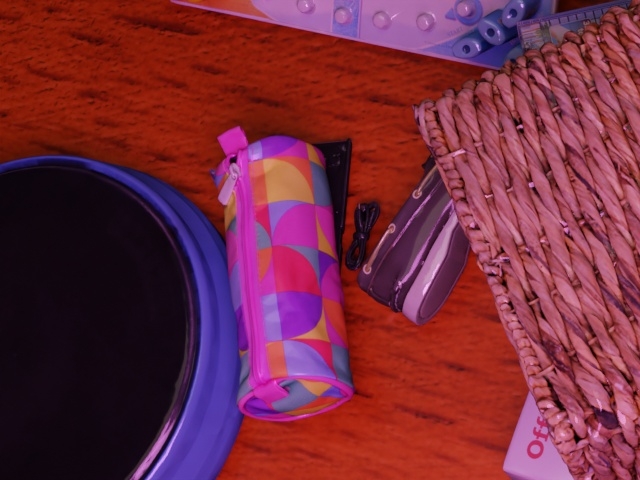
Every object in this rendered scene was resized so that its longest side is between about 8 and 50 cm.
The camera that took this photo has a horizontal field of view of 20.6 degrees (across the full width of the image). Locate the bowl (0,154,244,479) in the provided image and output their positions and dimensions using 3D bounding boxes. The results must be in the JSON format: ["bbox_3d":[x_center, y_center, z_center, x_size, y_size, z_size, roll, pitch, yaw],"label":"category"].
[{"bbox_3d":[-0.249,0.106,1.520,0.391,0.077,0.391,-8,68,20],"label":"bowl"}]

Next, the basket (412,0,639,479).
[{"bbox_3d":[0.230,0.013,1.205,0.223,0.213,0.299,-26,58,7],"label":"basket"}]

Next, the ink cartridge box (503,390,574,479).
[{"bbox_3d":[0.264,0.142,1.316,0.212,0.093,0.154,16,77,27],"label":"ink cartridge box"}]

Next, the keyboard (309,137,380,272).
[{"bbox_3d":[0.000,0.000,1.507,0.108,0.023,0.180,-4,70,26],"label":"keyboard"}]

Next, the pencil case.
[{"bbox_3d":[-0.034,0.028,1.442,0.104,0.104,0.236,-16,65,14],"label":"pencil case"}]

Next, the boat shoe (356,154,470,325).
[{"bbox_3d":[0.110,-0.044,1.448,0.068,0.081,0.228,29,85,23],"label":"boat shoe"}]

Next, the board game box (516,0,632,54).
[{"bbox_3d":[0.268,-0.151,1.374,0.194,0.194,0.060,-13,83,15],"label":"board game box"}]

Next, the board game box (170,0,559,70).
[{"bbox_3d":[0.025,-0.355,1.481,0.390,0.050,0.390,15,116,25],"label":"board game box"}]
